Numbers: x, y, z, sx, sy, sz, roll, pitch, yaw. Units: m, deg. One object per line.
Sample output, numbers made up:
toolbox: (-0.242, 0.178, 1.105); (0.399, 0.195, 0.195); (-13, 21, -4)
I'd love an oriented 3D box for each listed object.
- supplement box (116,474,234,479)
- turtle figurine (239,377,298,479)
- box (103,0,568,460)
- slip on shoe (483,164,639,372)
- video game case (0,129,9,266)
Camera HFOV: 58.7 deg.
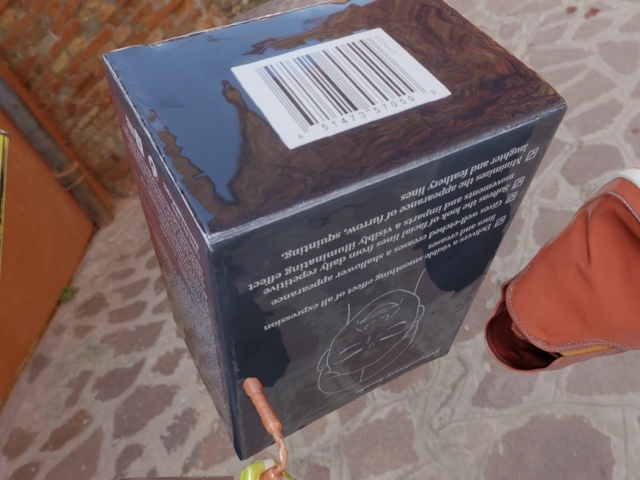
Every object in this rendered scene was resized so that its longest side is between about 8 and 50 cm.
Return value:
supplement box: (-0.235, 0.439, 0.878); (0.191, 0.194, 0.129); (1, 71, -5)
turtle figurine: (0.000, 0.233, 0.346); (0.269, 0.087, 0.217); (40, 102, 34)
box: (0.000, 0.000, 0.567); (0.293, 0.396, 0.212); (-22, 56, -21)
slip on shoe: (0.217, 0.050, 0.483); (0.101, 0.331, 0.123); (-23, 69, -8)
video game case: (-0.307, 0.085, 0.451); (0.274, 0.035, 0.249); (-37, 55, 39)
